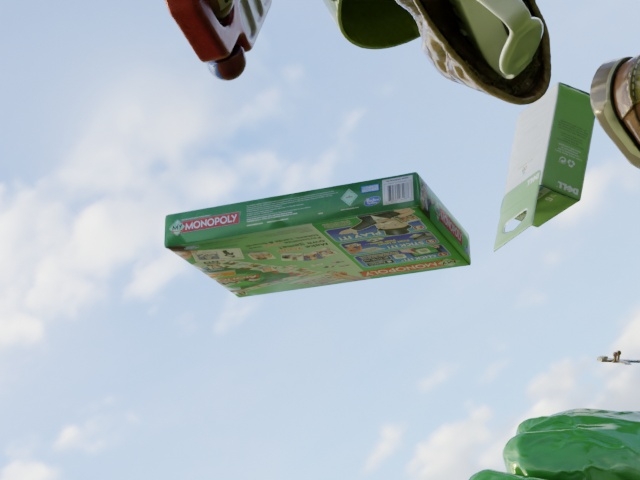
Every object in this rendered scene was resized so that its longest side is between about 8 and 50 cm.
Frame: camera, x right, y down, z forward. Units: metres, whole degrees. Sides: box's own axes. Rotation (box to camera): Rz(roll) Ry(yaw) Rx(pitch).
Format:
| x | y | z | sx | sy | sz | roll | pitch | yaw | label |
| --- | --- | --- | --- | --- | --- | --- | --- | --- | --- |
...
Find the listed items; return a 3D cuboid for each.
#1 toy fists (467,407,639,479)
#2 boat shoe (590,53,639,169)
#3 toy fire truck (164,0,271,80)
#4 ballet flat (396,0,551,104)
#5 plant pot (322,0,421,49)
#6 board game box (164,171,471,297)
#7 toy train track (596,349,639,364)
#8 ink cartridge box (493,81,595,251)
| x | y | z | sx | sy | sz | roll | pitch | yaw | label |
| --- | --- | --- | --- | --- | --- | --- | --- | --- | --- |
| 0.187 | 0.205 | 1.120 | 0.279 | 0.142 | 0.096 | -30 | -60 | -51 | toy fists |
| 0.398 | -0.075 | 1.464 | 0.307 | 0.104 | 0.110 | 36 | -116 | -31 | boat shoe |
| -0.131 | -0.339 | 1.799 | 0.169 | 0.302 | 0.253 | -12 | -59 | 15 | toy fire truck |
| 0.096 | -0.198 | 1.036 | 0.116 | 0.124 | 0.342 | -42 | -35 | -3 | ballet flat |
| 0.057 | -0.447 | 1.888 | 0.275 | 0.293 | 0.274 | -29 | -26 | -16 | plant pot |
| 0.000 | 0.000 | 1.768 | 0.317 | 0.046 | 0.213 | -9 | -21 | 19 | board game box |
| 0.364 | 0.138 | 1.732 | 0.083 | 0.014 | 0.048 | 4 | 2 | -27 | toy train track |
| 0.287 | -0.085 | 1.866 | 0.062 | 0.209 | 0.109 | 21 | -25 | -15 | ink cartridge box |
